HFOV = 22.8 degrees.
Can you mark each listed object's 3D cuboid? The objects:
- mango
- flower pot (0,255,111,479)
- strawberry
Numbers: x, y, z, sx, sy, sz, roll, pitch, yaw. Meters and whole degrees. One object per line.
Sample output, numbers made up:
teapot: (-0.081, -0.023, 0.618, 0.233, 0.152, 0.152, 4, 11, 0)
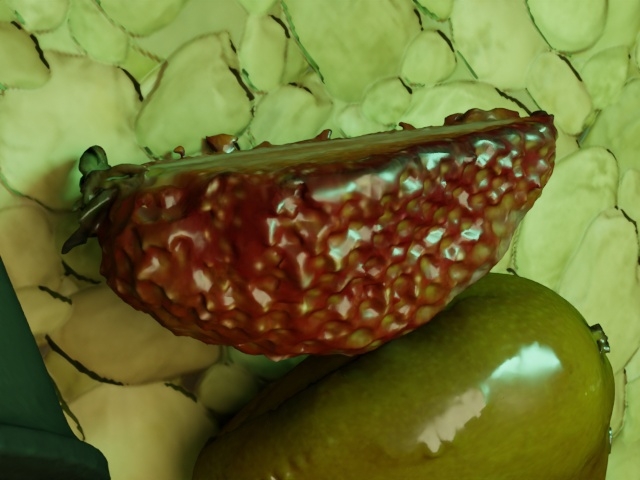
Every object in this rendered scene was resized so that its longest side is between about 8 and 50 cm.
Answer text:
mango: (0.046, 0.101, 0.844, 0.236, 0.166, 0.136, -27, 64, -6)
flower pot: (-0.222, 0.039, 0.642, 0.269, 0.269, 0.166, 5, 70, -31)
strawberry: (0.000, 0.002, 0.778, 0.236, 0.175, 0.106, -3, 103, 9)
